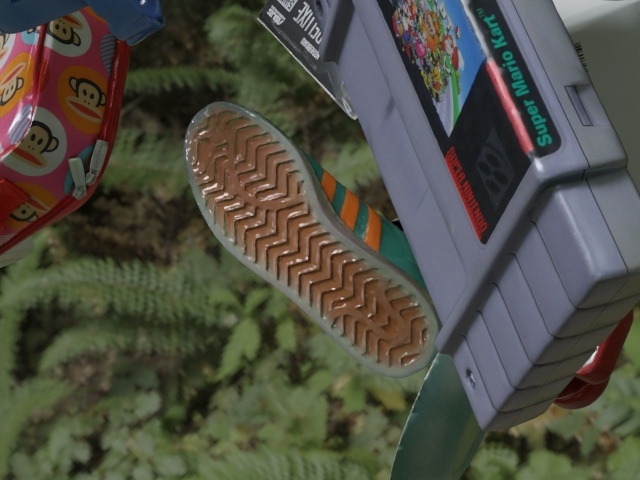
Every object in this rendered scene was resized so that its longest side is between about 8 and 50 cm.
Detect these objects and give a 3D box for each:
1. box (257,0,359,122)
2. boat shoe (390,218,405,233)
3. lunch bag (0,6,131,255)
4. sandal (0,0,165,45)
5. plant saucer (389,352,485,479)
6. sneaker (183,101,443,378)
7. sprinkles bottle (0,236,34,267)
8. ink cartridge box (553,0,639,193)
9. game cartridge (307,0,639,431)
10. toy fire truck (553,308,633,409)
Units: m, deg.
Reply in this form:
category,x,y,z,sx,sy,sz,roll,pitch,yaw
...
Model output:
category,x,y,z,sx,sy,sz,roll,pitch,yaw
box,0.106,-0.185,1.637,0.076,0.307,0.242,-56,45,17
boat shoe,0.108,0.002,1.713,0.081,0.069,0.228,-46,8,-6
lunch bag,-0.308,-0.083,1.286,0.293,0.120,0.258,-28,45,36
sandal,-0.217,-0.197,0.950,0.317,0.138,0.126,0,42,-14
plant saucer,0.112,0.138,1.122,0.037,0.195,0.195,24,55,18
sneaker,0.000,0.000,1.235,0.108,0.302,0.121,-45,-12,13
sprinkles bottle,-0.444,-0.137,1.650,0.121,0.355,0.121,-17,-3,-1
ink cartridge box,0.234,-0.114,1.042,0.273,0.197,0.114,-20,31,5
game cartridge,0.077,-0.087,0.835,0.068,0.230,0.355,-15,66,-13
toy fire truck,0.264,0.057,1.745,0.302,0.169,0.254,14,79,51
